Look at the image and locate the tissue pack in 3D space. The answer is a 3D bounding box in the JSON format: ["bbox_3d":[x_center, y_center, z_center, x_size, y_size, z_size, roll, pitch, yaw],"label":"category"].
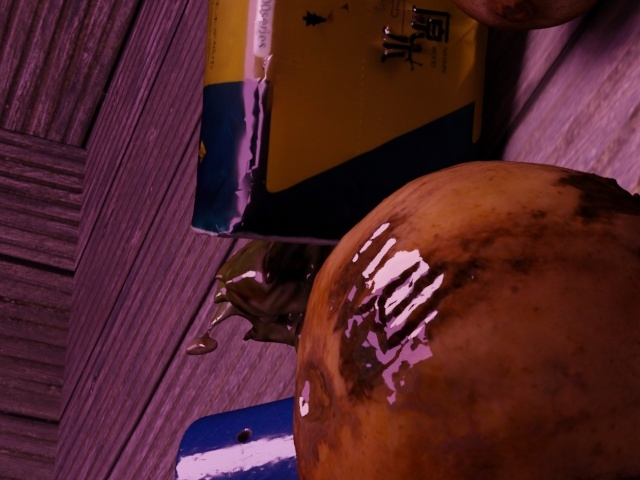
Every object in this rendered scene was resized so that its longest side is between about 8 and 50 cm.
[{"bbox_3d":[0.019,-0.201,1.372,0.253,0.264,0.416,-174,88,-74],"label":"tissue pack"}]

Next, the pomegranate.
[{"bbox_3d":[0.121,0.103,0.910,0.322,0.322,0.322,-166,90,-72],"label":"pomegranate"}]

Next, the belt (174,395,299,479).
[{"bbox_3d":[0.002,0.245,1.118,0.347,0.117,0.212,50,-153,-59],"label":"belt"}]

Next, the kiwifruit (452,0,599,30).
[{"bbox_3d":[0.181,-0.291,1.158,0.196,0.196,0.234,135,147,-58],"label":"kiwifruit"}]

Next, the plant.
[{"bbox_3d":[-0.027,-0.019,1.633,0.251,0.180,0.333,-23,51,55],"label":"plant"}]
